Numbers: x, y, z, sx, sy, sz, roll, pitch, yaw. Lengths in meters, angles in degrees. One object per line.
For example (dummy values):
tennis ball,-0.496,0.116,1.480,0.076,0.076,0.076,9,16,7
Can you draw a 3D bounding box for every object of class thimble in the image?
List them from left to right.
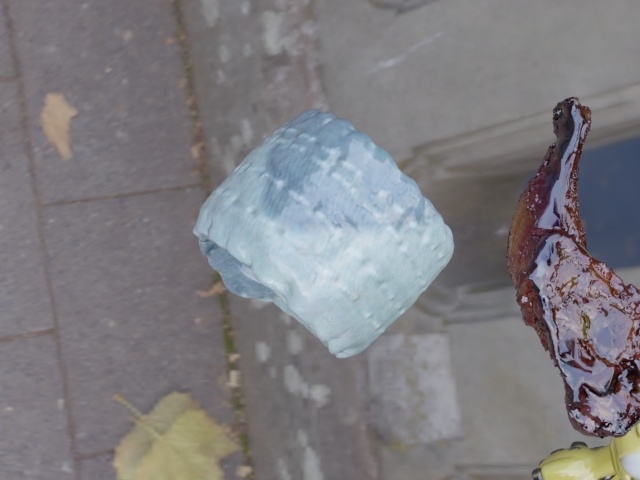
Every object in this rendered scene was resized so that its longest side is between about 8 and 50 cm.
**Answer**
thimble,0.000,0.000,1.329,0.205,0.250,0.172,43,83,1

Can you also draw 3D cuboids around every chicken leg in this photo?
chicken leg,0.155,0.019,0.879,0.093,0.053,0.205,-18,92,-16

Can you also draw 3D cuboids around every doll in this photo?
doll,0.341,0.255,1.670,0.117,0.291,0.086,2,66,-28
